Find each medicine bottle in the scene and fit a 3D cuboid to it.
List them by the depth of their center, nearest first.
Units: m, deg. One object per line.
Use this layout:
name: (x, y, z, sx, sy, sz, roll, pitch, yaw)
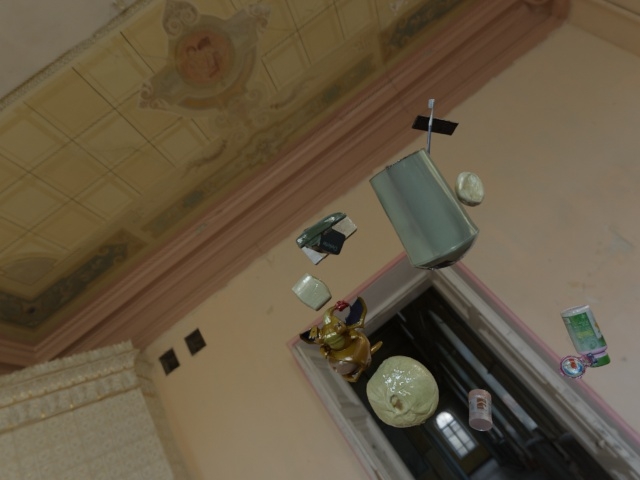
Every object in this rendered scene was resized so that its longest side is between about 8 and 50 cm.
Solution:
medicine bottle: (1.256, 0.452, 1.969, 0.133, 0.274, 0.133, -17, -10, -3)

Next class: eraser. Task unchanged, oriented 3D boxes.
eraser: (0.055, -0.010, 2.536, 0.343, 0.144, 0.078, -41, -11, 2)

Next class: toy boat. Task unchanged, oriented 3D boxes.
toy boat: (0.012, -0.044, 1.823, 0.260, 0.085, 0.078, -35, -10, -15)

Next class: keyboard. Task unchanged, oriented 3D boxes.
keyboard: (0.597, -0.599, 2.161, 0.250, 0.017, 0.087, 5, -42, -19)

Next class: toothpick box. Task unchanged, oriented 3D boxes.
toothpick box: (0.722, 0.765, 1.882, 0.149, 0.098, 0.098, -66, -2, -50)

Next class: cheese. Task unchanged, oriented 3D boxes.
cheese: (1.045, 0.507, 1.694, 0.145, 0.095, 0.038, -31, -22, 12)

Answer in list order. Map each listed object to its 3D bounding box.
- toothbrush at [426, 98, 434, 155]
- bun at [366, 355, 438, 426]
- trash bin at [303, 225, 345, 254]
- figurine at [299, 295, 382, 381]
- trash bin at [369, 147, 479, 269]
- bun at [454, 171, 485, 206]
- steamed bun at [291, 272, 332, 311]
toothbrush: (0.516, -0.522, 1.970, 0.024, 0.026, 0.288, -33, -54, -78)
bun: (0.397, 0.773, 2.087, 0.364, 0.364, 0.202, -52, -16, 21)
trash bin: (0.000, 0.000, 2.149, 0.165, 0.225, 0.115, 24, -102, -18)
figurine: (0.140, 0.521, 2.205, 0.401, 0.268, 0.387, -40, -62, 1)
trash bin: (0.393, -0.101, 1.570, 0.280, 0.432, 0.280, -30, -1, -1)
bun: (0.726, -0.248, 2.075, 0.183, 0.183, 0.102, -18, -6, -33)
steamed bun: (-0.057, 0.349, 2.848, 0.200, 0.250, 0.155, -48, 10, -4)
